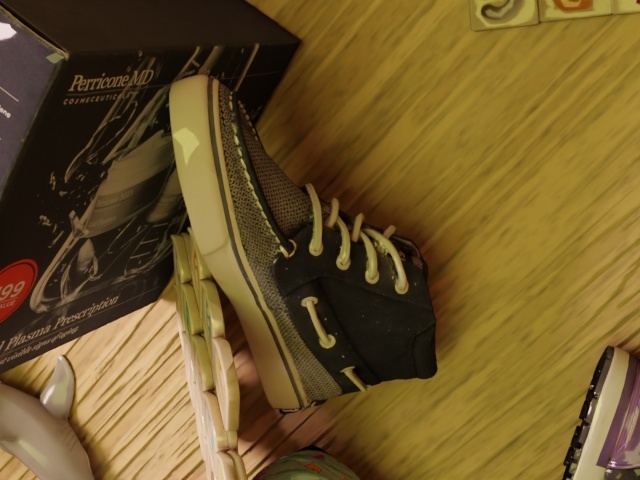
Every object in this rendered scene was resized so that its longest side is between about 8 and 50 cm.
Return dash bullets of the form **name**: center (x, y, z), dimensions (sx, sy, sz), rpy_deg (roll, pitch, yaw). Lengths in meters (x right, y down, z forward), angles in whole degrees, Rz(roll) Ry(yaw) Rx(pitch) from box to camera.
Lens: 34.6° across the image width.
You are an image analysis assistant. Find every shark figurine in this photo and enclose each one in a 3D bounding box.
- **shark figurine**: center (-0.369, 0.196, 1.092), dimensions (0.278, 0.116, 0.166), rpy_deg (12, 105, 19)

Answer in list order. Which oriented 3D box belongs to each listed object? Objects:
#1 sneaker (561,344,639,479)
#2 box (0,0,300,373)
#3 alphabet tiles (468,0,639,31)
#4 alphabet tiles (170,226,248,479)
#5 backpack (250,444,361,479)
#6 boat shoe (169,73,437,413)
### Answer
- **sneaker**: center (0.251, 0.236, 0.840), dimensions (0.124, 0.107, 0.283), rpy_deg (18, 109, 12)
- **box**: center (-0.223, -0.074, 0.835), dimensions (0.179, 0.343, 0.312), rpy_deg (36, 114, 13)
- **alphabet tiles**: center (0.185, -0.341, 0.781), dimensions (0.285, 0.011, 0.342), rpy_deg (-1, 102, 23)
- **alphabet tiles**: center (-0.097, 0.137, 0.885), dimensions (0.021, 0.284, 0.278), rpy_deg (-7, 140, -13)
- **backpack**: center (0.009, 0.272, 0.924), dimensions (0.152, 0.115, 0.182), rpy_deg (-40, 85, -2)
- **boat shoe**: center (0.000, 0.000, 0.816), dimensions (0.158, 0.127, 0.340), rpy_deg (-12, 135, 7)
